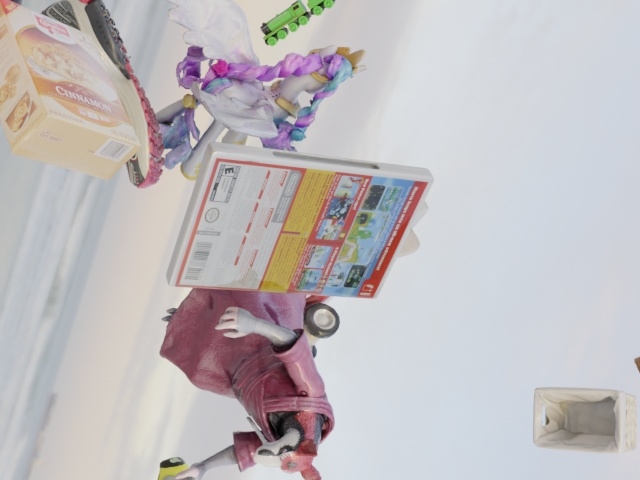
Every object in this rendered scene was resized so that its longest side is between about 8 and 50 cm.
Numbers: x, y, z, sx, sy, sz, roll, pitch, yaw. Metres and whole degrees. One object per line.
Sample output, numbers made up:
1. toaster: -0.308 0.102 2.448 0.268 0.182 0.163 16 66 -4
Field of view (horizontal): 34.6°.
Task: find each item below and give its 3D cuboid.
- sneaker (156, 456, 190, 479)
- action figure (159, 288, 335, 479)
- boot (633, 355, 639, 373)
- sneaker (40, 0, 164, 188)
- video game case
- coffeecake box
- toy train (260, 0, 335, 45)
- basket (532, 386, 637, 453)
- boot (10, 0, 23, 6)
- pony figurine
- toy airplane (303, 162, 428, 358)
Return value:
1. sneaker: -0.305 0.579 2.132 0.147 0.145 0.384 64 -36 29
2. action figure: -0.072 0.198 1.399 0.370 0.276 0.248 52 -59 43
3. boot: 0.598 0.163 1.591 0.220 0.109 0.283 -20 -135 20
4. sneaker: -0.314 -0.211 1.495 0.121 0.112 0.299 89 -23 -86
5. video game case: -0.025 -0.016 1.243 0.025 0.285 0.204 -113 -143 -46
6. coffeecake box: -0.305 -0.172 1.179 0.068 0.142 0.185 -40 -119 22
7. toy train: -0.022 -0.213 0.971 0.083 0.023 0.017 -29 -162 21
8. basket: 0.482 0.324 1.860 0.167 0.103 0.113 -3 -99 35
9. boot: -0.613 -0.385 1.690 0.090 0.248 0.206 -115 -158 -43
10. pony figurine: -0.140 -0.245 1.727 0.363 0.351 0.302 -36 -121 39
11. toy airplane: 0.000 0.000 1.820 0.386 0.272 0.384 -49 173 12
